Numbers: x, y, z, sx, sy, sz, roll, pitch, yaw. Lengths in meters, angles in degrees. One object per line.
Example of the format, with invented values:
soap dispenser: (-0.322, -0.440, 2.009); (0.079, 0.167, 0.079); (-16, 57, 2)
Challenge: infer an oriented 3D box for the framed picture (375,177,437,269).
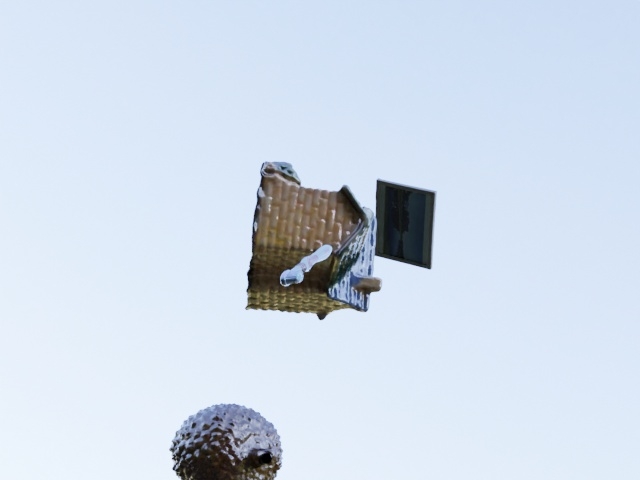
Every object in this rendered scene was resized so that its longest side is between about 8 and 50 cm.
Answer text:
framed picture: (0.143, -0.028, 2.019); (0.109, 0.011, 0.149); (14, -60, 24)

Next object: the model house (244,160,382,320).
model house: (0.000, 0.000, 1.494); (0.172, 0.166, 0.183); (9, -23, 1)

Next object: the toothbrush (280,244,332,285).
toothbrush: (-0.010, 0.021, 1.131); (0.019, 0.193, 0.013); (-9, -84, 12)

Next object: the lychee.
lychee: (-0.159, 0.373, 2.061); (0.200, 0.200, 0.238); (41, -25, -31)
